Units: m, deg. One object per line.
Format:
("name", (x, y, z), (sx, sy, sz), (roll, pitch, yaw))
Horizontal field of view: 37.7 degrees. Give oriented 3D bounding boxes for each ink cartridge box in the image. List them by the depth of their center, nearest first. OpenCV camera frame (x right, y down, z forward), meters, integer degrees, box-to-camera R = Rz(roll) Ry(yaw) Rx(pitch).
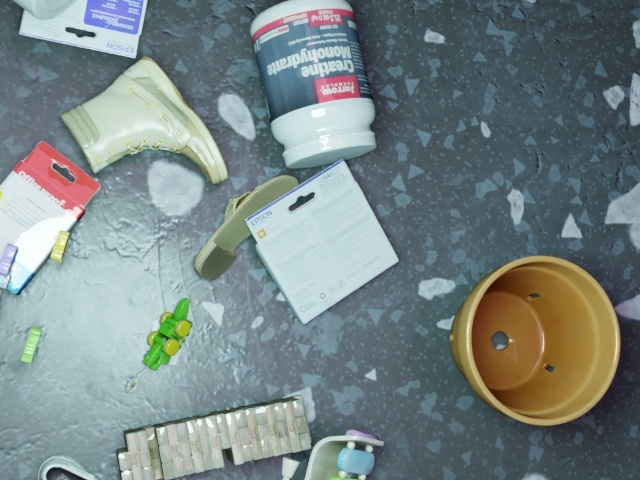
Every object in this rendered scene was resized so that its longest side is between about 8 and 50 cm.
("ink cartridge box", (-0.493, -0.038, 1.586), (0.134, 0.078, 0.231), (39, 77, -7))
("ink cartridge box", (-0.413, -0.436, 1.669), (0.206, 0.045, 0.208), (11, 79, -12))
("ink cartridge box", (0.000, 0.000, 1.700), (0.223, 0.045, 0.224), (-32, 103, -15))

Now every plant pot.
("plant pot", (0.362, 0.183, 1.704), (0.290, 0.203, 0.291), (2, 82, -14))

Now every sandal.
("sandal", (-0.149, -0.044, 1.675), (0.240, 0.079, 0.088), (-48, 140, 1))

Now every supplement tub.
("supplement tub", (-0.009, -0.280, 1.674), (0.191, 0.191, 0.272), (-12, 86, -15))

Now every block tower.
("block tower", (-0.179, 0.342, 1.611), (0.335, 0.097, 0.091), (-10, 87, -16))

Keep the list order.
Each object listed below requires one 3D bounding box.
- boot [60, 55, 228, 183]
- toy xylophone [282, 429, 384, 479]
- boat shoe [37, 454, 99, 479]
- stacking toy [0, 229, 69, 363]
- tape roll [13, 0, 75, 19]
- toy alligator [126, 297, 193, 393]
("boot", (-0.305, -0.166, 1.638), (0.203, 0.095, 0.262), (-37, 91, -15))
("toy xylophone", (0.004, 0.477, 1.594), (0.081, 0.236, 0.323), (9, 87, 32))
("boat shoe", (-0.357, 0.456, 1.556), (0.096, 0.088, 0.267), (-44, 95, -15))
("stacking toy", (-0.514, 0.070, 1.504), (0.167, 0.052, 0.221), (17, 84, -11))
("tape roll", (-0.413, -0.497, 1.510), (0.100, 0.286, 0.286), (36, 77, -6))
("toy alligator", (-0.270, 0.189, 1.631), (0.051, 0.056, 0.190), (44, 71, -47))
